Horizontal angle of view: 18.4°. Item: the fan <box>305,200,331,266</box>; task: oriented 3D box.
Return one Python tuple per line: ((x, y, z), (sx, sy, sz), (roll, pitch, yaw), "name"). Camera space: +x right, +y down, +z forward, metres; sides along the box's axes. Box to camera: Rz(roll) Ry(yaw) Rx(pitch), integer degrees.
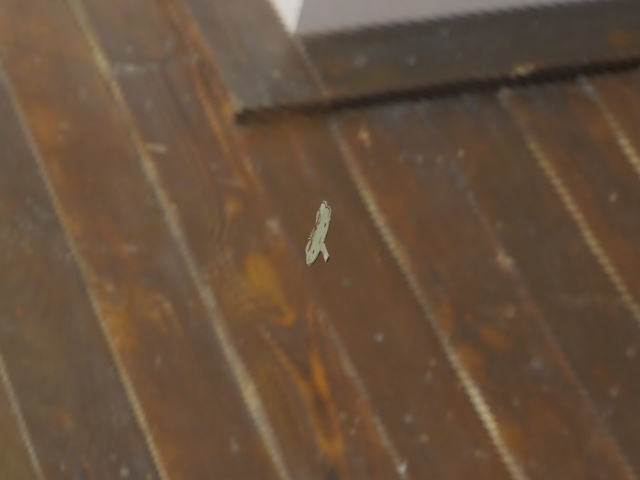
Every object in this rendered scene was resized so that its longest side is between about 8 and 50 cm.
((0.000, 0.000, 1.720), (0.004, 0.056, 0.083), (17, 18, -15), "fan")
